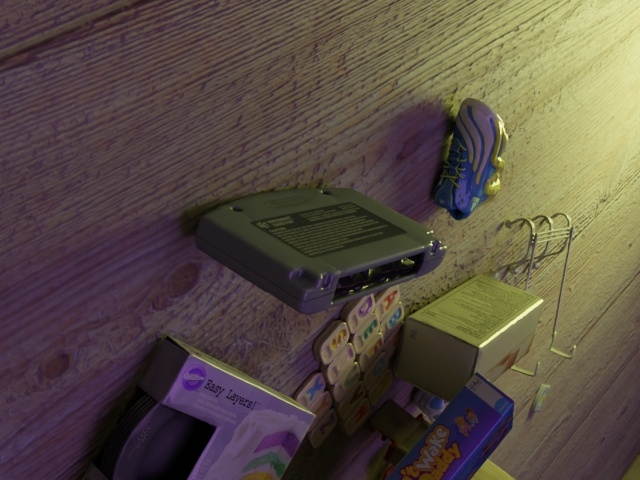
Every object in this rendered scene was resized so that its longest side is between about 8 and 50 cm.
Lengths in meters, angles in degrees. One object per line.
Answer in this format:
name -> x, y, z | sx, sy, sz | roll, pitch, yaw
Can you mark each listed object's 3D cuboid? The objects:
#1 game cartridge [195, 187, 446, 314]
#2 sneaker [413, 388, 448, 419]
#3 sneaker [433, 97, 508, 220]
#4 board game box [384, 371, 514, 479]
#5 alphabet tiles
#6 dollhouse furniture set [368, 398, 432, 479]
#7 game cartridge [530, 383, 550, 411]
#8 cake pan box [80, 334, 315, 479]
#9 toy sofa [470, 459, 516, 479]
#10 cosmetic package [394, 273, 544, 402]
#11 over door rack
game cartridge -> 0.000, 0.000, 1.088 | 0.297, 0.198, 0.062 | -14, 122, -50
sneaker -> 0.286, 0.275, 1.792 | 0.237, 0.086, 0.085 | -39, 162, -28
sneaker -> 0.244, -0.118, 1.462 | 0.126, 0.091, 0.240 | -49, 146, -22
board game box -> 0.180, 0.395, 1.457 | 0.347, 0.078, 0.233 | -48, 157, -10
alphabet tiles -> 0.061, 0.212, 1.494 | 0.278, 0.021, 0.284 | -47, 144, -26
dollhouse furniture set -> 0.148, 0.439, 1.717 | 0.262, 0.135, 0.259 | -36, 150, -37
game cartridge -> 0.607, 0.436, 2.448 | 0.056, 0.017, 0.083 | 16, 98, -54
cake pan box -> -0.160, 0.277, 1.128 | 0.267, 0.070, 0.245 | 37, 79, -42
toy sofa -> 0.365, 0.592, 1.881 | 0.177, 0.362, 0.150 | -42, 142, -23
cosmetic package -> 0.282, 0.179, 1.654 | 0.296, 0.153, 0.129 | -20, 127, -51
over door rack -> 0.452, 0.107, 1.878 | 0.239, 0.108, 0.324 | -8, 97, -54
